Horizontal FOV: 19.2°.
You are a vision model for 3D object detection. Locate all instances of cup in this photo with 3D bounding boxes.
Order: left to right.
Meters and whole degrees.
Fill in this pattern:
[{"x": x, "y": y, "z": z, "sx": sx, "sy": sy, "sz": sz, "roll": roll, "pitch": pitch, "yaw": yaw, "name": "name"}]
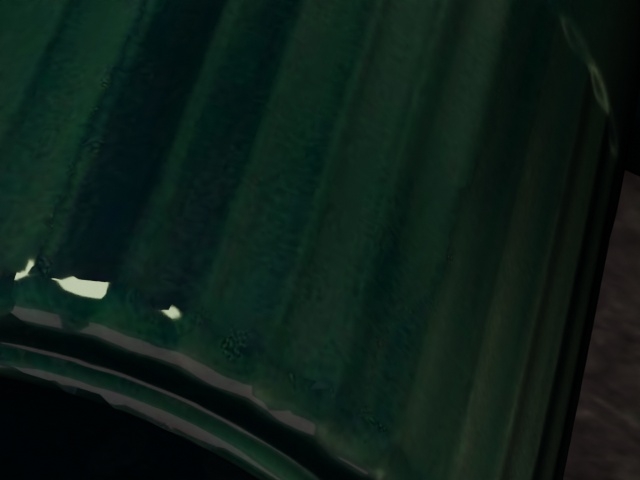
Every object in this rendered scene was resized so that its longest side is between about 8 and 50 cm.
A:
[{"x": -0.015, "y": 0.005, "z": 0.542, "sx": 0.242, "sy": 0.292, "sz": 0.308, "roll": -27, "pitch": 121, "yaw": 37, "name": "cup"}]
